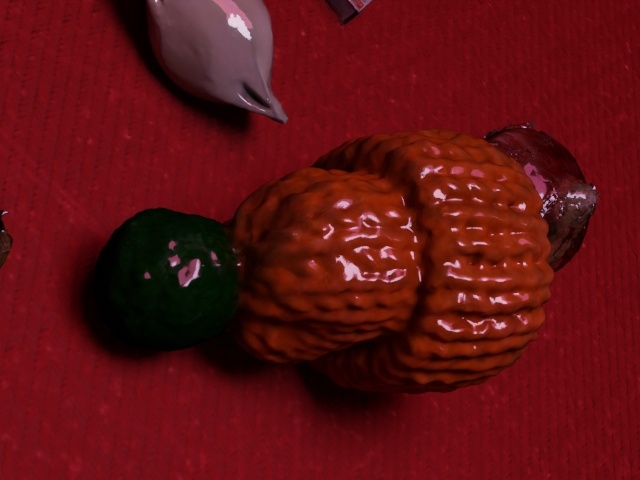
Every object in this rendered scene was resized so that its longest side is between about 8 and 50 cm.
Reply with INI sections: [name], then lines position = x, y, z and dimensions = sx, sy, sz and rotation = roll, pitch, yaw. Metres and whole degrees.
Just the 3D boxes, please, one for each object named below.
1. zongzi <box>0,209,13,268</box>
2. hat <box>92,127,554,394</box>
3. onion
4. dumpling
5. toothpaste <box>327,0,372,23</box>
[zongzi]
position = -0.334, 0.115, 1.273
dimensions = 0.274, 0.145, 0.300
rotation = -25, 98, -46
[hat]
position = 0.000, 0.000, 1.525
dimensions = 0.400, 0.285, 0.285
rotation = 11, 60, -31
[onion]
position = 0.247, -0.048, 1.860
dimensions = 0.184, 0.147, 0.184
rotation = 12, 73, -43
[dumpling]
position = -0.109, -0.211, 1.671
dimensions = 0.229, 0.124, 0.151
rotation = 56, 7, -9
[toothpaste]
position = -0.016, -0.337, 1.866
dimensions = 0.196, 0.040, 0.047
rotation = 49, 48, -8
